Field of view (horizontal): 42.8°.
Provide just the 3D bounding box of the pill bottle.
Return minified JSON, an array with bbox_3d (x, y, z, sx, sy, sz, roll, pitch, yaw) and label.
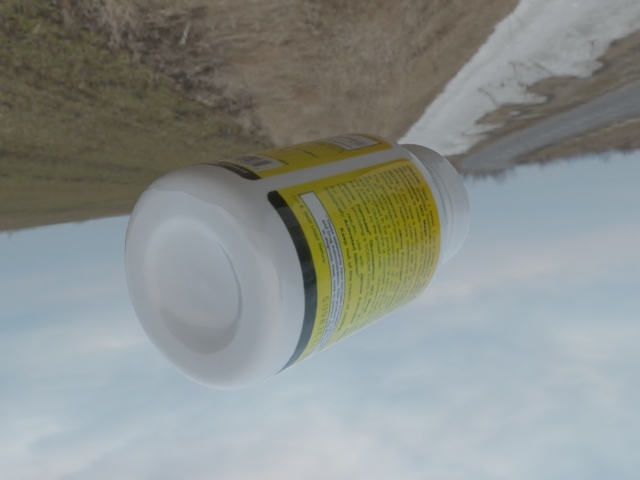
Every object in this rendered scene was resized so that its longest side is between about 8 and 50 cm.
[{"bbox_3d":[0.000,0.000,0.772,0.188,0.187,0.334,-5,-170,40],"label":"pill bottle"}]
